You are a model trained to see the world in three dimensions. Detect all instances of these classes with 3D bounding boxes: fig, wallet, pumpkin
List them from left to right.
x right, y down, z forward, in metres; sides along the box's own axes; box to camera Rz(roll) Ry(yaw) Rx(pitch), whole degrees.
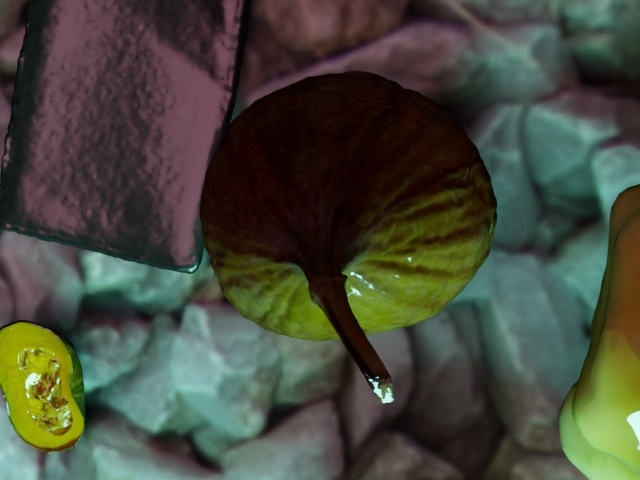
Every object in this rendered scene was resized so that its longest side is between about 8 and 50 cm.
[{"bbox_3d":[-0.158,0.080,0.612,0.050,0.028,0.083,-2,106,10],"label":"pumpkin"},{"bbox_3d":[-0.099,-0.111,0.575,0.124,0.025,0.244,13,98,10],"label":"wallet"},{"bbox_3d":[0.000,0.000,0.484,0.146,0.201,0.134,-24,101,20],"label":"fig"}]

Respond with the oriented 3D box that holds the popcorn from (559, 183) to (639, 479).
[{"bbox_3d":[0.282,0.024,0.350,0.344,0.354,0.390,44,108,13],"label":"popcorn"}]
